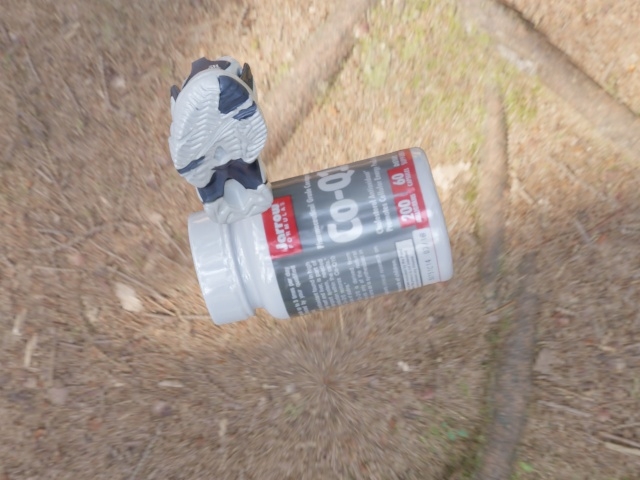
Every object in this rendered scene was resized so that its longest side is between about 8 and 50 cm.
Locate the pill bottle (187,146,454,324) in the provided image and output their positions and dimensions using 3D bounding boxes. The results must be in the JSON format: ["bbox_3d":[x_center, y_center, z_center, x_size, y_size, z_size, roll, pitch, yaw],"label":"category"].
[{"bbox_3d":[0.000,0.000,1.440,0.283,0.161,0.161,-14,84,2],"label":"pill bottle"}]

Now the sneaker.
[{"bbox_3d":[-0.105,-0.131,1.188,0.094,0.235,0.153,-21,65,2],"label":"sneaker"}]
